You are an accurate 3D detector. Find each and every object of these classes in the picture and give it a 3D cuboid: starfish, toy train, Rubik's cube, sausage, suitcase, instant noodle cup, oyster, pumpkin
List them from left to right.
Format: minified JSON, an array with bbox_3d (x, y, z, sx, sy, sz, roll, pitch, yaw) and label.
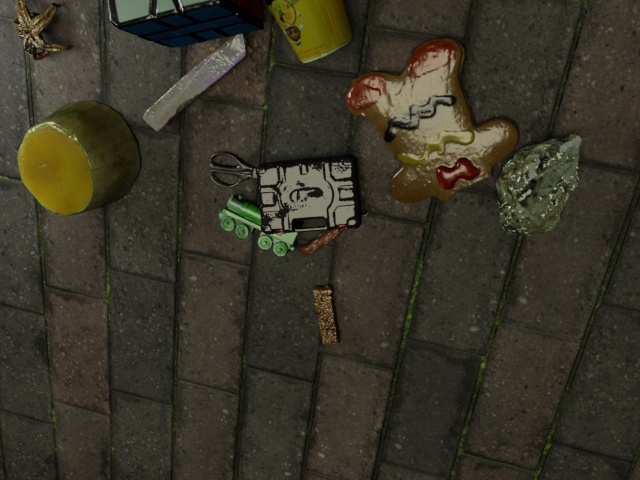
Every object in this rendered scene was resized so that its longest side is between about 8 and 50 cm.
[{"bbox_3d":[-0.799,-0.611,1.715,0.146,0.074,0.190,-15,106,26],"label":"starfish"},{"bbox_3d":[-0.720,-0.236,1.783,0.332,0.199,0.332,4,110,11],"label":"pumpkin"},{"bbox_3d":[-0.323,-0.640,1.435,0.288,0.283,0.294,-4,94,17],"label":"Rubik's cube"},{"bbox_3d":[-0.176,-0.047,1.786,0.251,0.085,0.119,26,111,1],"label":"toy train"},{"bbox_3d":[-0.030,-0.572,1.472,0.215,0.215,0.236,-17,116,20],"label":"instant noodle cup"},{"bbox_3d":[-0.032,-0.125,1.682,0.285,0.066,0.206,-4,94,12],"label":"suitcase"},{"bbox_3d":[0.000,0.000,1.783,0.158,0.042,0.036,-32,139,26],"label":"sausage"},{"bbox_3d":[0.549,-0.141,1.541,0.198,0.112,0.268,5,110,12],"label":"oyster"}]

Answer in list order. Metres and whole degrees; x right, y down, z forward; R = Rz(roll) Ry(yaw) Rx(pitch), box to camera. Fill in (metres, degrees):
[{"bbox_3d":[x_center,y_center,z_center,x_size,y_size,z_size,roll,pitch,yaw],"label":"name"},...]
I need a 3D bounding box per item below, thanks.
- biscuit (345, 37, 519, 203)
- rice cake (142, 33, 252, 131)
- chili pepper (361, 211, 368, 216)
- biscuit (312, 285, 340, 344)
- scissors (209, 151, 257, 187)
[{"bbox_3d":[0.292,-0.296,1.562,0.368,0.076,0.394,-23,105,23],"label":"biscuit"},{"bbox_3d":[-0.339,-0.436,1.671,0.399,0.064,0.070,-32,108,24],"label":"rice cake"},{"bbox_3d":[0.062,-0.102,1.721,0.153,0.041,0.050,30,74,1],"label":"chili pepper"},{"bbox_3d":[0.019,0.231,1.874,0.064,0.034,0.199,-3,110,15],"label":"biscuit"},{"bbox_3d":[-0.179,-0.194,1.755,0.300,0.022,0.109,7,117,10],"label":"scissors"}]
